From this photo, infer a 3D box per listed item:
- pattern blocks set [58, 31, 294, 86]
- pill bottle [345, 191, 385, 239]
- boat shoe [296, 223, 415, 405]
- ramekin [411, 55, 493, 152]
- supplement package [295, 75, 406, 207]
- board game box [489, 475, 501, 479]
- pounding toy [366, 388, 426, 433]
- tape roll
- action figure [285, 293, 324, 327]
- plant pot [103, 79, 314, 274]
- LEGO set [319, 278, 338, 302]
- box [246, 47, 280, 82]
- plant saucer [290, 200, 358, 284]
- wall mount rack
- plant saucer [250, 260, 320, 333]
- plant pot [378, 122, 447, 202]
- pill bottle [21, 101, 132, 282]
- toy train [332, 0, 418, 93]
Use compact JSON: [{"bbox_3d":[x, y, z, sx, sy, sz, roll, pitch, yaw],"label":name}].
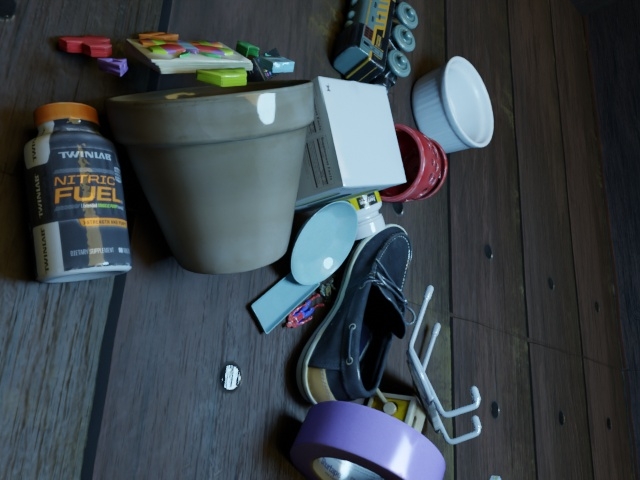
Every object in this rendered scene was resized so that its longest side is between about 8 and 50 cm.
[{"bbox_3d":[-0.220,-0.308,0.930,0.325,0.285,0.026,-22,133,-44],"label":"pattern blocks set"},{"bbox_3d":[0.069,-0.111,1.280,0.119,0.119,0.208,-27,100,-47],"label":"pill bottle"},{"bbox_3d":[0.121,0.148,1.227,0.186,0.156,0.500,60,42,-27],"label":"boat shoe"},{"bbox_3d":[0.396,-0.398,1.699,0.277,0.135,0.277,15,69,-45],"label":"ramekin"},{"bbox_3d":[-0.011,-0.171,1.101,0.199,0.263,0.198,-10,86,-48],"label":"supplement package"},{"bbox_3d":[0.499,0.760,1.577,0.103,0.026,0.154,-32,103,-46],"label":"board game box"},{"bbox_3d":[0.148,0.383,1.238,0.100,0.130,0.141,57,44,-37],"label":"pounding toy"},{"bbox_3d":[0.085,0.412,1.039,0.275,0.275,0.090,50,49,-26],"label":"tape roll"},{"bbox_3d":[-0.035,0.150,1.166,0.115,0.030,0.038,-34,110,-44],"label":"action figure"},{"bbox_3d":[-0.163,-0.107,0.921,0.323,0.323,0.280,-26,119,-47],"label":"plant pot"},{"bbox_3d":[0.018,0.116,1.241,0.054,0.023,0.083,-60,135,-35],"label":"LEGO set"},{"bbox_3d":[-0.125,-0.360,1.180,0.083,0.062,0.052,-44,113,-44],"label":"box"},{"bbox_3d":[0.000,0.000,1.163,0.195,0.037,0.195,-31,138,-32],"label":"plant saucer"},{"bbox_3d":[0.271,0.296,1.315,0.350,0.130,0.304,67,2,-52],"label":"wall mount rack"},{"bbox_3d":[-0.071,0.110,1.145,0.192,0.018,0.067,-39,109,-45],"label":"plant saucer"},{"bbox_3d":[0.215,-0.186,1.407,0.174,0.191,0.191,0,80,-50],"label":"plant pot"},{"bbox_3d":[-0.352,-0.068,0.806,0.130,0.130,0.245,-4,82,-48],"label":"pill bottle"},{"bbox_3d":[0.144,-0.535,1.471,0.190,0.142,0.334,28,60,-29],"label":"toy train"}]
